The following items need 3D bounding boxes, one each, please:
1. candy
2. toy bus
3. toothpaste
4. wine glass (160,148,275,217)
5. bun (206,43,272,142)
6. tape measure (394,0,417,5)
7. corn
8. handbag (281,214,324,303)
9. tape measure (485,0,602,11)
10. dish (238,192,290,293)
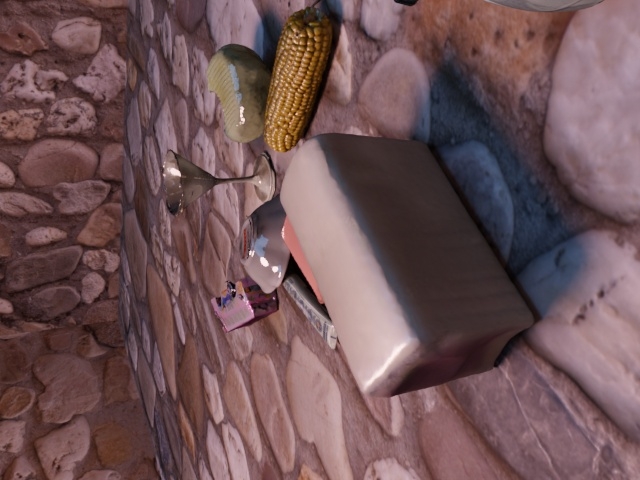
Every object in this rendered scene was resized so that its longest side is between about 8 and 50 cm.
[{"bbox_3d":[0.102,0.017,0.898,0.358,0.208,0.145,67,148,33],"label":"candy"},{"bbox_3d":[-0.195,0.156,1.677,0.274,0.090,0.112,-34,73,63],"label":"toy bus"},{"bbox_3d":[-0.023,0.131,1.372,0.239,0.039,0.062,47,137,51],"label":"toothpaste"},{"bbox_3d":[-0.229,-0.136,1.524,0.156,0.232,0.156,21,114,60],"label":"wine glass"},{"bbox_3d":[-0.163,-0.324,1.473,0.204,0.127,0.212,19,119,62],"label":"bun"},{"bbox_3d":[0.131,-0.398,0.904,0.146,0.081,0.125,134,136,-57],"label":"tape measure"},{"bbox_3d":[-0.048,-0.300,1.270,0.101,0.102,0.310,62,144,39],"label":"corn"},{"bbox_3d":[0.000,0.000,1.277,0.212,0.059,0.157,57,144,42],"label":"handbag"},{"bbox_3d":[0.220,-0.355,0.652,0.275,0.147,0.256,-166,72,-64],"label":"tape measure"},{"bbox_3d":[-0.134,0.002,1.480,0.229,0.081,0.229,-173,90,-68],"label":"dish"}]
